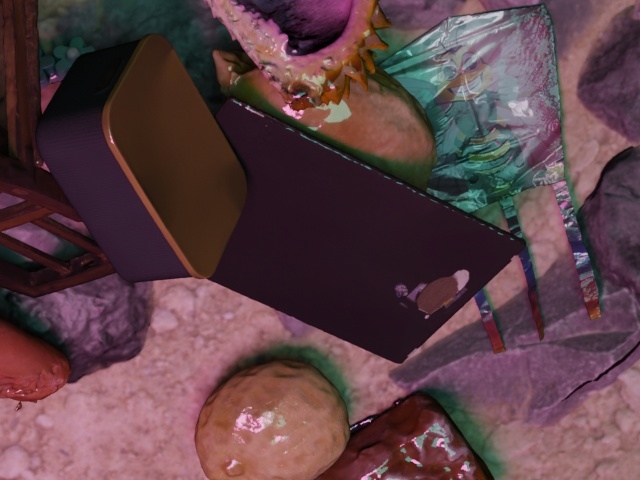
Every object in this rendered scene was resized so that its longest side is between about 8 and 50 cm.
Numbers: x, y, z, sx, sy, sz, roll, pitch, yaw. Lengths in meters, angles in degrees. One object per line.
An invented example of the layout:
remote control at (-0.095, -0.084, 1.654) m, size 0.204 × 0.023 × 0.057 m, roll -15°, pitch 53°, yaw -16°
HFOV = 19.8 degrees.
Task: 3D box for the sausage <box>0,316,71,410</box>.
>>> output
sausage at (-0.349, 0.084, 1.715) m, size 0.326 × 0.087 × 0.079 m, roll 36°, pitch 80°, yaw -49°

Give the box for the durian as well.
durian at (-0.053, -0.263, 1.677) m, size 0.191 × 0.112 × 0.341 m, roll -38°, pitch 74°, yaw -18°

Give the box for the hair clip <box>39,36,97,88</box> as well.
hair clip at (-0.265, -0.163, 1.750) m, size 0.173 × 0.049 × 0.049 m, roll -12°, pitch 109°, yaw -5°

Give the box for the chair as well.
chair at (-0.327, -0.122, 1.649) m, size 0.203 × 0.416 × 0.241 m, roll -18°, pitch 69°, yaw 26°

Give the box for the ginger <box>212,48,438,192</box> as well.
ginger at (0.012, -0.112, 1.763) m, size 0.152 × 0.138 × 0.267 m, roll -40°, pitch 114°, yaw 9°

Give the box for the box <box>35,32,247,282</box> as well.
box at (-0.159, -0.069, 1.634) m, size 0.090 × 0.144 × 0.201 m, roll -8°, pitch 131°, yaw 29°

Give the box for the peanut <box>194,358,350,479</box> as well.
peanut at (-0.051, 0.191, 1.857) m, size 0.159 × 0.109 × 0.140 m, roll -32°, pitch 108°, yaw -1°

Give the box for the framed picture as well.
framed picture at (0.000, 0.000, 1.785) m, size 0.324 × 0.013 × 0.244 m, roll 25°, pitch 138°, yaw -17°

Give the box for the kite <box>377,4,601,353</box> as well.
kite at (0.186, -0.059, 1.869) m, size 0.204 × 0.022 × 0.360 m, roll -23°, pitch 108°, yaw -1°

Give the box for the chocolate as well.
chocolate at (0.067, 0.271, 1.912) m, size 0.214 × 0.093 × 0.148 m, roll -36°, pitch 108°, yaw 2°
